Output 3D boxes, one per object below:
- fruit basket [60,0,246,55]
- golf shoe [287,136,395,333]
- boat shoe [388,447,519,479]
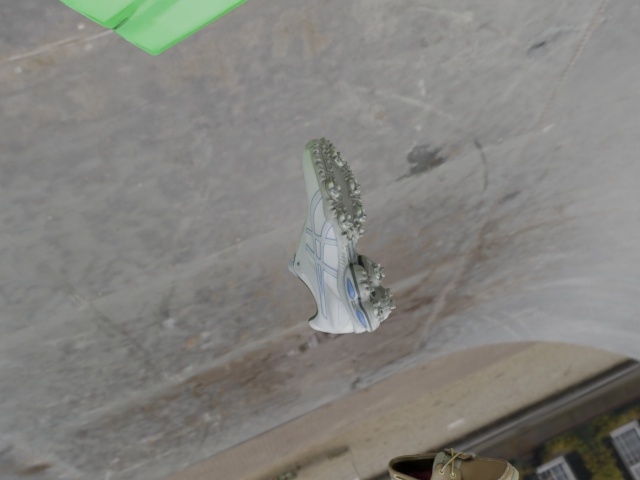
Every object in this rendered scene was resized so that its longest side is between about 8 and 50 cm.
[{"bbox_3d":[-0.134,-0.368,0.635,0.392,0.283,0.392,-30,155,-15],"label":"fruit basket"},{"bbox_3d":[0.000,0.000,0.687,0.086,0.176,0.069,-15,178,28],"label":"golf shoe"},{"bbox_3d":[0.122,0.225,0.744,0.135,0.045,0.050,-20,-161,36],"label":"boat shoe"}]
